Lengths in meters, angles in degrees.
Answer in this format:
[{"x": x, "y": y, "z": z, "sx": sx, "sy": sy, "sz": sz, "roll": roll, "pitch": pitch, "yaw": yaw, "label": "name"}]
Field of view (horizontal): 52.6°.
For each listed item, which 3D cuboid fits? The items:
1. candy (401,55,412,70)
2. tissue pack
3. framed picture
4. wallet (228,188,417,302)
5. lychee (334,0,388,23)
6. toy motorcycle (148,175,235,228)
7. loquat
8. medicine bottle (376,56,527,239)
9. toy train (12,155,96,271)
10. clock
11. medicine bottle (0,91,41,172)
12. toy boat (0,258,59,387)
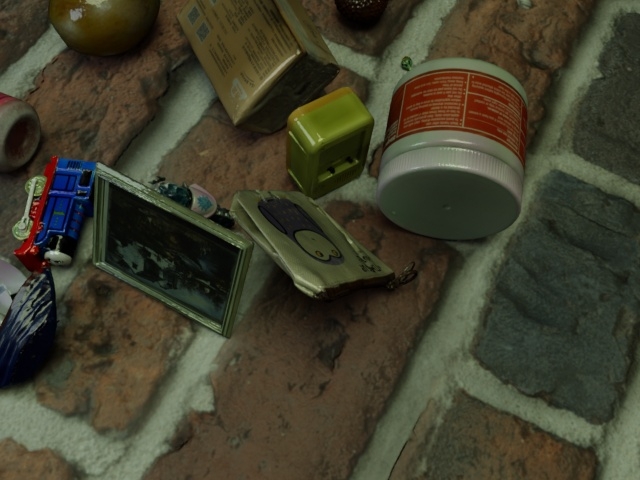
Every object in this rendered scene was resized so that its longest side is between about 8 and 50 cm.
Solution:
[{"x": 0.199, "y": -0.359, "z": 1.392, "sx": 0.023, "sy": 0.025, "sz": 0.083, "roll": -32, "pitch": 77, "yaw": 13, "label": "candy"}, {"x": -0.106, "y": -0.388, "z": 1.307, "sx": 0.238, "sy": 0.238, "sz": 0.306, "roll": -23, "pitch": 68, "yaw": -13, "label": "tissue pack"}, {"x": -0.260, "y": 0.025, "z": 1.073, "sx": 0.296, "sy": 0.232, "sz": 0.019, "roll": 27, "pitch": 40, "yaw": 10, "label": "framed picture"}, {"x": -0.001, "y": 0.003, "z": 1.082, "sx": 0.275, "sy": 0.335, "sz": 0.068, "roll": 39, "pitch": 108, "yaw": 21, "label": "wallet"}, {"x": 0.091, "y": -0.542, "z": 1.416, "sx": 0.123, "sy": 0.129, "sz": 0.123, "roll": 5, "pitch": 27, "yaw": -2, "label": "lychee"}, {"x": -0.276, "y": -0.059, "z": 1.119, "sx": 0.239, "sy": 0.204, "sz": 0.108, "roll": -14, "pitch": 76, "yaw": -6, "label": "toy motorcycle"}, {"x": -0.438, "y": -0.477, "z": 1.330, "sx": 0.227, "sy": 0.179, "sz": 0.179, "roll": -32, "pitch": 70, "yaw": -13, "label": "loquat"}, {"x": 0.238, "y": -0.161, "z": 1.167, "sx": 0.252, "sy": 0.252, "sz": 0.241, "roll": 11, "pitch": 64, "yaw": 2, "label": "medicine bottle"}, {"x": -0.469, "y": -0.048, "z": 1.170, "sx": 0.131, "sy": 0.083, "sz": 0.204, "roll": 7, "pitch": 65, "yaw": -2, "label": "toy train"}, {"x": 0.013, "y": -0.175, "z": 1.189, "sx": 0.143, "sy": 0.202, "sz": 0.096, "roll": -30, "pitch": 70, "yaw": -17, "label": "clock"}, {"x": -0.664, "y": -0.228, "z": 1.214, "sx": 0.247, "sy": 0.147, "sz": 0.147, "roll": 21, "pitch": 65, "yaw": 7, "label": "medicine bottle"}, {"x": -0.547, "y": 0.094, "z": 1.092, "sx": 0.219, "sy": 0.072, "sz": 0.318, "roll": -38, "pitch": 66, "yaw": 6, "label": "toy boat"}]
